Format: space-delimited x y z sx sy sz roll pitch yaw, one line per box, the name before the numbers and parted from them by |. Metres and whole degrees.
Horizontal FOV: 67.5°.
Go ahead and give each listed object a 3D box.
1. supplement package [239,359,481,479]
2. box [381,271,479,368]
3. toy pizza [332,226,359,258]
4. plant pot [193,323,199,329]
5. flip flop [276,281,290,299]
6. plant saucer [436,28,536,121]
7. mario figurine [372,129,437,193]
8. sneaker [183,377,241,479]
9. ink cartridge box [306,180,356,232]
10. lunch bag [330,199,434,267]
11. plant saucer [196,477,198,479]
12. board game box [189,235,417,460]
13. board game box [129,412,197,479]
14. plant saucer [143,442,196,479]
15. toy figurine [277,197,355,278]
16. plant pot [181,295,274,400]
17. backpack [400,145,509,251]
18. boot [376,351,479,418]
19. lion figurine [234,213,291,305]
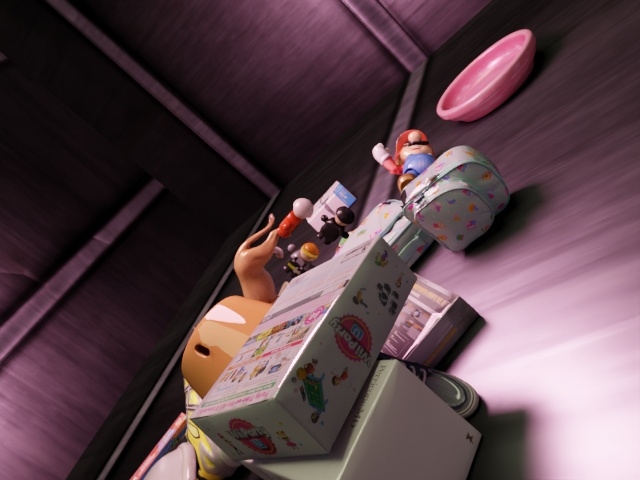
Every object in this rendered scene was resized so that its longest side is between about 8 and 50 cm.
supplement package | 0.038 0.291 0.680 0.293 0.175 0.177 -24 27 55
box | 0.160 0.157 0.891 0.183 0.056 0.231 -49 17 -3
toy pizza | 0.097 0.011 1.450 0.201 0.032 0.201 -44 16 16
plant pot | -0.323 0.305 1.673 0.165 0.167 0.167 -43 14 -14
flip flop | -0.188 0.246 1.565 0.277 0.080 0.112 -50 16 -7
plant saucer | 0.500 -0.473 1.428 0.332 0.084 0.332 -45 16 16
mario figurine | 0.260 -0.225 1.297 0.170 0.198 0.320 -54 16 26
sneaker | -0.285 0.411 1.179 0.147 0.145 0.384 -53 33 10
ink cartridge box | 0.036 -0.127 1.851 0.190 0.082 0.139 -45 16 5
lunch bag | 0.145 0.022 1.156 0.279 0.108 0.224 -50 16 -4
plant saucer | -0.309 0.594 1.053 0.188 0.045 0.188 -16 56 62
board game box | -0.018 0.148 0.683 0.224 0.097 0.303 -31 15 46
board game box | -0.396 0.583 1.225 0.027 0.145 0.281 27 73 38
plant saucer | -0.334 0.578 0.880 0.400 0.101 0.399 -161 90 -73
toy figurine | 0.000 0.000 1.329 0.148 0.213 0.209 -46 42 43
plant pot | -0.135 0.244 0.961 0.290 0.204 0.290 -52 -23 -33
backpack | 0.274 -0.084 0.958 0.188 0.166 0.144 -47 18 21
boot | 0.127 0.208 0.703 0.190 0.086 0.069 1 60 41
lion figurine | -0.176 0.134 1.397 0.240 0.391 0.142 -18 2 -33
